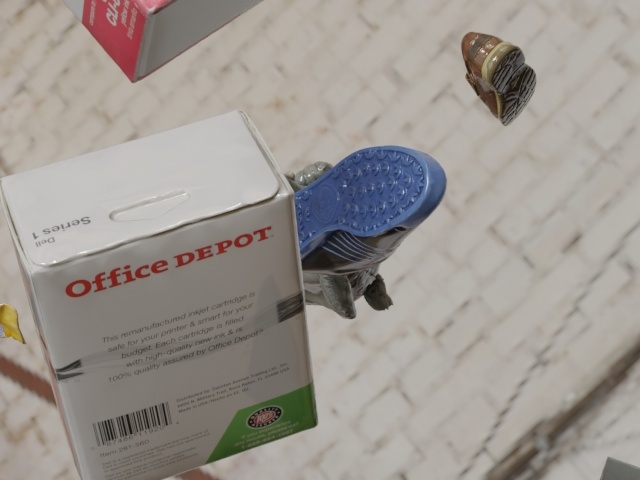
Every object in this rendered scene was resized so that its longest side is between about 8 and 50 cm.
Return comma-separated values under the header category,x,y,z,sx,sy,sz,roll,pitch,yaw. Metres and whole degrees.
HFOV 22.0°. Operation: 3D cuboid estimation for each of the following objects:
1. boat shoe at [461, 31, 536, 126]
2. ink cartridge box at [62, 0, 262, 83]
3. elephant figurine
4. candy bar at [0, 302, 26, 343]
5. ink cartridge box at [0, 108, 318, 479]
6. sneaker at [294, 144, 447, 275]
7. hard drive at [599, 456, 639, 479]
category,x,y,z,sx,sy,sz,roll,pitch,yaw
boat shoe,0.196,-0.184,1.834,0.064,0.060,0.178,-50,-23,-4
ink cartridge box,-0.203,-0.406,1.743,0.279,0.384,0.160,-37,-11,-22
elephant figurine,0.000,0.000,1.649,0.186,0.169,0.239,-9,0,-13
candy bar,-0.271,0.045,1.083,0.162,0.018,0.040,6,-36,10
ink cartridge box,-0.095,0.043,1.020,0.160,0.092,0.219,-17,-45,-13
sneaker,0.045,-0.024,1.437,0.090,0.081,0.232,8,-17,-36
hard drive,0.328,0.262,1.574,0.094,0.135,0.022,-58,-16,-55
